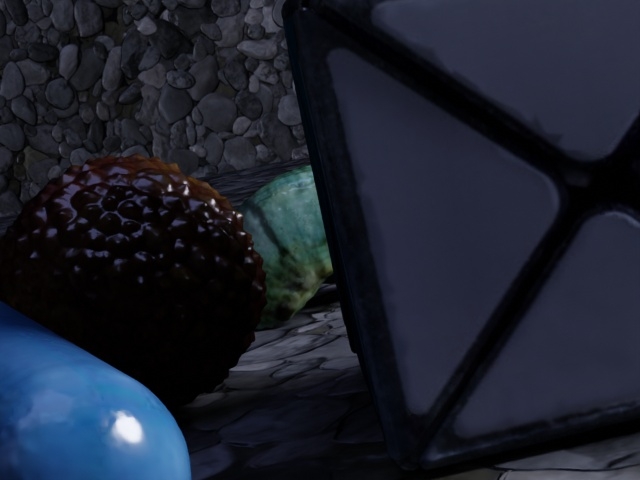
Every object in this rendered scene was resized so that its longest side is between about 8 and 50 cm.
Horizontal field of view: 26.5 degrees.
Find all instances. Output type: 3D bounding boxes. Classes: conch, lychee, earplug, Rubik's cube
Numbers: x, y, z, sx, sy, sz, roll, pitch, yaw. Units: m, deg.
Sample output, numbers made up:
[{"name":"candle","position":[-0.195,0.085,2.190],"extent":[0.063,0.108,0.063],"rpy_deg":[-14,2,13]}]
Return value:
[{"name":"conch","position":[-0.003,-0.001,1.196],"extent":[0.188,0.122,0.176],"rpy_deg":[-15,-17,-47]},{"name":"lychee","position":[-0.126,0.038,0.928],"extent":[0.188,0.188,0.188],"rpy_deg":[-12,7,2]},{"name":"earplug","position":[-0.152,0.100,0.662],"extent":[0.132,0.132,0.273],"rpy_deg":[-16,12,-28]},{"name":"Rubik's cube","position":[0.122,-0.044,0.762],"extent":[0.255,0.259,0.260],"rpy_deg":[-14,6,-3]}]
